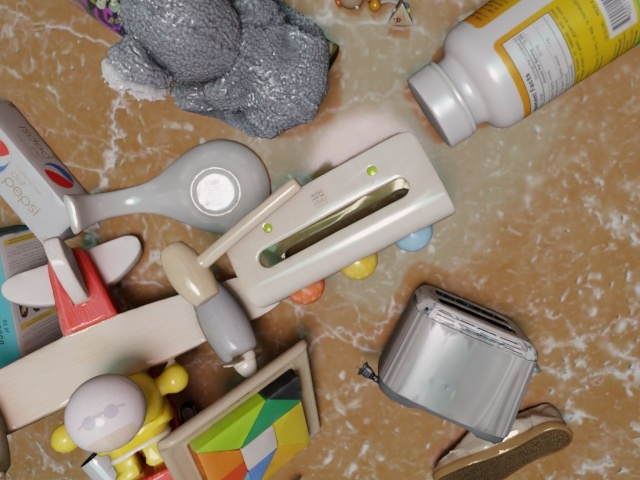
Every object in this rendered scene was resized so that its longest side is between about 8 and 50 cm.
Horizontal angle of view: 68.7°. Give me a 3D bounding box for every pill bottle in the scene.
[{"bbox_3d":[0.232,-0.220,0.545,0.246,0.136,0.136,-33,97,13],"label":"pill bottle"}]

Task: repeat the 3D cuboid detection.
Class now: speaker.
[{"bbox_3d":[-0.347,0.417,0.809,0.055,0.055,0.136,-37,97,14],"label":"speaker"}]

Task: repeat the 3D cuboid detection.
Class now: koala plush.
[{"bbox_3d":[-0.115,-0.220,0.515,0.203,0.221,0.196,40,106,30],"label":"koala plush"}]

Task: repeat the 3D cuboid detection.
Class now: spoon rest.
[{"bbox_3d":[-0.211,-0.066,0.678,0.277,0.084,0.137,-9,103,-4],"label":"spoon rest"}]

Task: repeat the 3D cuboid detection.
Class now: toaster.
[{"bbox_3d":[0.180,0.159,0.647,0.227,0.129,0.146,23,101,4],"label":"toaster"}]

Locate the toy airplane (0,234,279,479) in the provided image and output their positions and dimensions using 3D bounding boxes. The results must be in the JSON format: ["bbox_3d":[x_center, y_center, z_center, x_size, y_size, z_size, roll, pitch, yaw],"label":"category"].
[{"bbox_3d":[-0.279,0.171,0.622,0.385,0.272,0.385,25,82,-17],"label":"toy airplane"}]

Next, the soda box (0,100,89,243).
[{"bbox_3d":[-0.434,-0.100,0.693,0.074,0.069,0.216,-37,96,13],"label":"soda box"}]

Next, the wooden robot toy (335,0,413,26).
[{"bbox_3d":[0.046,-0.327,0.582,0.079,0.076,0.173,-26,98,23],"label":"wooden robot toy"}]

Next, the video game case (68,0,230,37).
[{"bbox_3d":[-0.222,-0.368,0.617,0.232,0.042,0.210,34,106,-2],"label":"video game case"}]

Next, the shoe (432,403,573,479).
[{"bbox_3d":[0.268,0.315,0.712,0.219,0.058,0.076,-32,117,17],"label":"shoe"}]

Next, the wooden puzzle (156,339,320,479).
[{"bbox_3d":[-0.088,0.273,0.640,0.044,0.221,0.238,33,141,38],"label":"wooden puzzle"}]

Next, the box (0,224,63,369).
[{"bbox_3d":[-0.466,0.103,0.728,0.060,0.100,0.244,0,103,9],"label":"box"}]

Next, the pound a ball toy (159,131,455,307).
[{"bbox_3d":[0.000,0.000,0.579,0.319,0.208,0.135,-28,85,12],"label":"pound a ball toy"}]

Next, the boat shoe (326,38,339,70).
[{"bbox_3d":[-0.036,-0.207,0.629,0.049,0.056,0.152,38,95,3],"label":"boat shoe"}]
